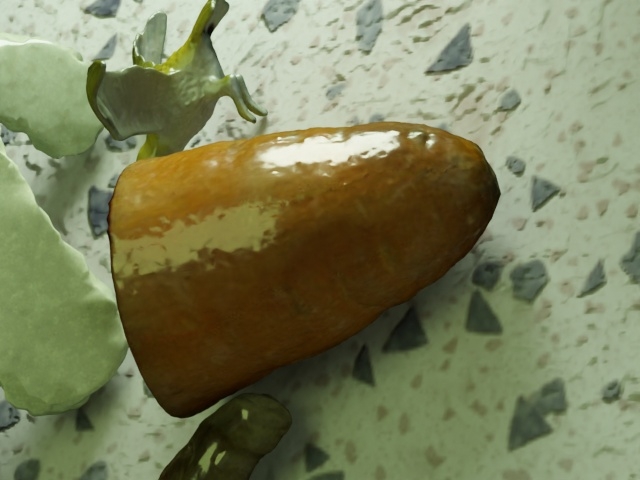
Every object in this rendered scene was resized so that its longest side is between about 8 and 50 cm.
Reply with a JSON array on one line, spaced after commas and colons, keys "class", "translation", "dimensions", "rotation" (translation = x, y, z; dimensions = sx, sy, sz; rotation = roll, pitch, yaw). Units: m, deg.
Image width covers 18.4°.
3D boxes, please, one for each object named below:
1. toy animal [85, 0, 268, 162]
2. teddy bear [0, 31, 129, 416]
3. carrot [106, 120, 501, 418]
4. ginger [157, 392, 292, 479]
[{"class": "toy animal", "translation": [-0.087, -0.082, 1.303], "dimensions": [0.095, 0.219, 0.155], "rotation": [-16, 95, 10]}, {"class": "teddy bear", "translation": [-0.308, -0.056, 1.408], "dimensions": [0.327, 0.375, 0.362], "rotation": [-24, 10, -8]}, {"class": "carrot", "translation": [0.000, 0.000, 1.176], "dimensions": [0.225, 0.159, 0.159], "rotation": [-17, 57, 13]}, {"class": "ginger", "translation": [-0.092, 0.256, 1.136], "dimensions": [0.166, 0.080, 0.333], "rotation": [-20, 60, 34]}]
